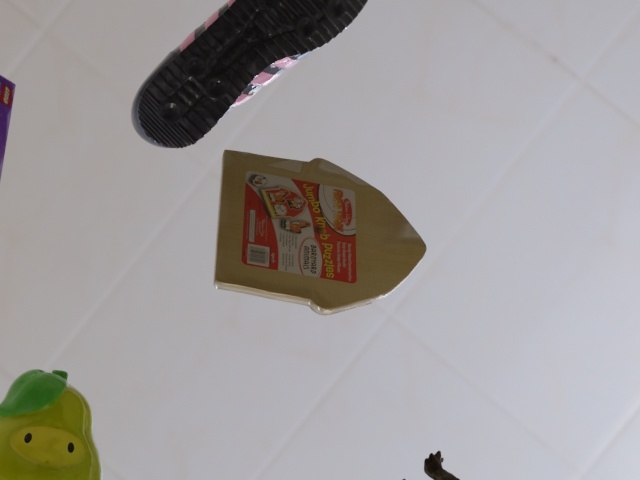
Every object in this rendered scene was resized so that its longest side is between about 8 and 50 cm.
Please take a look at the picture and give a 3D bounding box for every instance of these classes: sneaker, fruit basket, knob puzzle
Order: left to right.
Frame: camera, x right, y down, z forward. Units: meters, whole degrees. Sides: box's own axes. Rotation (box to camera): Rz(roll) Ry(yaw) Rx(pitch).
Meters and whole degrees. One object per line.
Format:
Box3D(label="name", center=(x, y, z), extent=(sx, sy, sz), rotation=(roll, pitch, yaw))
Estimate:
Box3D(label="fruit basket", center=(-0.360, 0.363, 2.021), extent=(0.392, 0.392, 0.283), rotation=(39, -166, -22))
Box3D(label="sneaker", center=(-0.087, -0.222, 1.833), extent=(0.112, 0.319, 0.131), rotation=(55, 168, -11))
Box3D(label="knob puzzle", center=(0.000, 0.000, 1.488), extent=(0.213, 0.213, 0.030), rotation=(39, 137, 20))

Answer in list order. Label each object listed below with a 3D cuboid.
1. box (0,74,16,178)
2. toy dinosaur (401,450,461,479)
Box3D(label="box", center=(-0.424, -0.026, 1.640), extent=(0.200, 0.293, 0.057), rotation=(1, 165, 23))
Box3D(label="toy dinosaur", center=(0.143, 0.319, 1.743), extent=(0.160, 0.121, 0.313), rotation=(25, -159, 36))
